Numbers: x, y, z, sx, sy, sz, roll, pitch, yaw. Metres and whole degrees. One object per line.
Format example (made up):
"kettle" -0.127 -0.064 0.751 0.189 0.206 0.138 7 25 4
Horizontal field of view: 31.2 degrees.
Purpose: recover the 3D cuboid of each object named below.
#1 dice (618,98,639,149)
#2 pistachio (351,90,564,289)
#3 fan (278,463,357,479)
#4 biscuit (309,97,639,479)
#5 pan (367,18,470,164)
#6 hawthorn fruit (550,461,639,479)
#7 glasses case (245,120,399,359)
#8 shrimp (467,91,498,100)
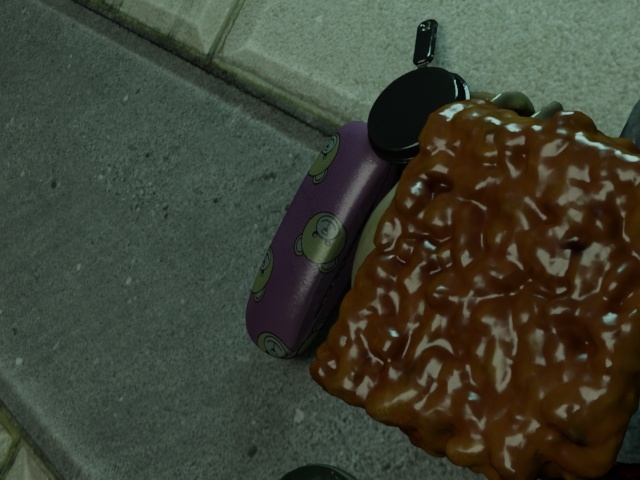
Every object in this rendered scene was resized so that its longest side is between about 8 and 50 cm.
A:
"dice" 0.372 -0.040 1.014 0.182 0.181 0.183 23 93 44
"pistachio" 0.152 -0.005 1.192 0.208 0.226 0.332 38 105 29
"fan" 0.023 0.377 1.310 0.294 0.012 0.223 2 75 46
"biscuit" 0.160 0.042 0.970 0.318 0.110 0.312 24 87 40
"pan" 0.118 -0.190 1.380 0.136 0.028 0.235 -15 47 28
"hawthorn fruit" 0.241 0.322 0.924 0.316 0.316 0.316 -19 61 38
"glasses case" 0.000 0.000 1.436 0.123 0.076 0.316 36 102 50
"shrimp" 0.146 -0.114 1.367 0.219 0.046 0.152 26 89 46
